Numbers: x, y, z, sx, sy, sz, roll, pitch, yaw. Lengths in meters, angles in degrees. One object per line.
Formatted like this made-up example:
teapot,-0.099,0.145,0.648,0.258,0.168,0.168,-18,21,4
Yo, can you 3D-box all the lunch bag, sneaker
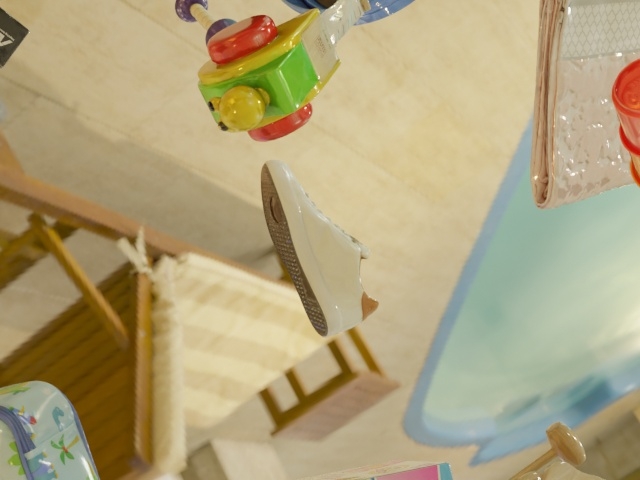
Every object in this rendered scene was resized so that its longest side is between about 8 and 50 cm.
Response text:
lunch bag,-0.269,0.239,0.877,0.176,0.219,0.090,-15,-173,25
sneaker,0.000,0.000,1.625,0.123,0.290,0.106,-20,174,-21

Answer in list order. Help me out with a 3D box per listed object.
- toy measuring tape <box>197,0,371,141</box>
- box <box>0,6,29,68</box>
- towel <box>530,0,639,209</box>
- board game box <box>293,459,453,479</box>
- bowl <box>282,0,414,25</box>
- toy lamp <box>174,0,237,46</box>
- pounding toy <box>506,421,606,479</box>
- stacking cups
toy measuring tape,-0.042,-0.186,1.049,0.121,0.121,0.330,-49,-173,34
box,-0.494,-0.294,1.274,0.216,0.270,0.060,40,75,-29
towel,0.435,-0.224,1.548,0.332,0.053,0.316,-15,112,-39
board game box,-0.008,0.354,1.383,0.317,0.064,0.242,-8,171,-14
bowl,0.081,-0.512,1.608,0.391,0.391,0.077,-40,141,20
toy lamp,-0.211,-0.417,2.017,0.080,0.274,0.080,-14,124,-21
pounding toy,0.298,0.380,1.340,0.269,0.154,0.155,-49,-178,-34
stacking cups,0.336,-0.053,0.987,0.096,0.096,0.316,-35,141,10
